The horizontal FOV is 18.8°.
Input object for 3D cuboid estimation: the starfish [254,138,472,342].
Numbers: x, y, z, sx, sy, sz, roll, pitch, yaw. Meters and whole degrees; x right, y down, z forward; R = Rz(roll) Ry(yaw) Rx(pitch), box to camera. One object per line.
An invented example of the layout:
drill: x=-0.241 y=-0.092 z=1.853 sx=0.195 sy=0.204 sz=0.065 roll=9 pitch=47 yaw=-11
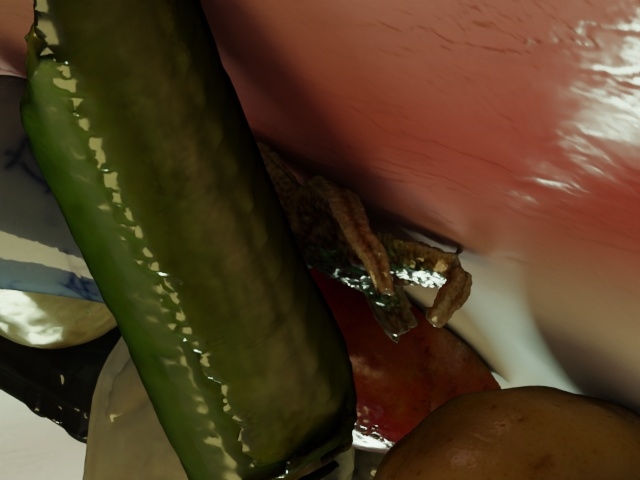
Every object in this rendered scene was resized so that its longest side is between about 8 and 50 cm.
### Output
starfish: x=0.008 y=-0.007 z=1.057 sx=0.150 sy=0.053 sz=0.209 roll=53 pitch=167 yaw=-15

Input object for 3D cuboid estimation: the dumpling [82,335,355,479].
dumpling: x=-0.065 y=0.160 z=1.346 sx=0.187 sy=0.318 sz=0.243 roll=3 pitch=159 yaw=6

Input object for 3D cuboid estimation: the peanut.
peanut: x=-0.245 y=0.008 z=1.550 sx=0.129 sy=0.129 sz=0.224 roll=21 pitch=170 yaw=48

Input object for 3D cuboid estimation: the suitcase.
suitcase: x=-0.213 y=0.097 z=1.705 sx=0.285 sy=0.066 sz=0.206 roll=24 pitch=-164 yaw=41

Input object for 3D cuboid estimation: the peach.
peach: x=0.019 y=0.078 z=1.188 sx=0.172 sy=0.092 sz=0.127 roll=35 pitch=164 yaw=11

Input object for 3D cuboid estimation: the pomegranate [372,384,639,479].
pomegranate: x=0.117 y=0.177 z=1.049 sx=0.207 sy=0.207 sz=0.207 roll=34 pitch=167 yaw=9

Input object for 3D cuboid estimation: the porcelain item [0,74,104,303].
porcelain item: x=-0.167 y=-0.021 z=1.236 sx=0.259 sy=0.141 sz=0.141 roll=22 pitch=163 yaw=21

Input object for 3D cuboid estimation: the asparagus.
asparagus: x=-0.068 y=-0.011 z=0.960 sx=0.128 sy=0.108 sz=0.382 roll=-92 pitch=-14 yaw=-49

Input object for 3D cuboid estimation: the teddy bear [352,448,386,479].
teddy bear: x=0.075 y=0.247 z=1.397 sx=0.236 sy=0.151 sz=0.267 roll=113 pitch=143 yaw=-74
